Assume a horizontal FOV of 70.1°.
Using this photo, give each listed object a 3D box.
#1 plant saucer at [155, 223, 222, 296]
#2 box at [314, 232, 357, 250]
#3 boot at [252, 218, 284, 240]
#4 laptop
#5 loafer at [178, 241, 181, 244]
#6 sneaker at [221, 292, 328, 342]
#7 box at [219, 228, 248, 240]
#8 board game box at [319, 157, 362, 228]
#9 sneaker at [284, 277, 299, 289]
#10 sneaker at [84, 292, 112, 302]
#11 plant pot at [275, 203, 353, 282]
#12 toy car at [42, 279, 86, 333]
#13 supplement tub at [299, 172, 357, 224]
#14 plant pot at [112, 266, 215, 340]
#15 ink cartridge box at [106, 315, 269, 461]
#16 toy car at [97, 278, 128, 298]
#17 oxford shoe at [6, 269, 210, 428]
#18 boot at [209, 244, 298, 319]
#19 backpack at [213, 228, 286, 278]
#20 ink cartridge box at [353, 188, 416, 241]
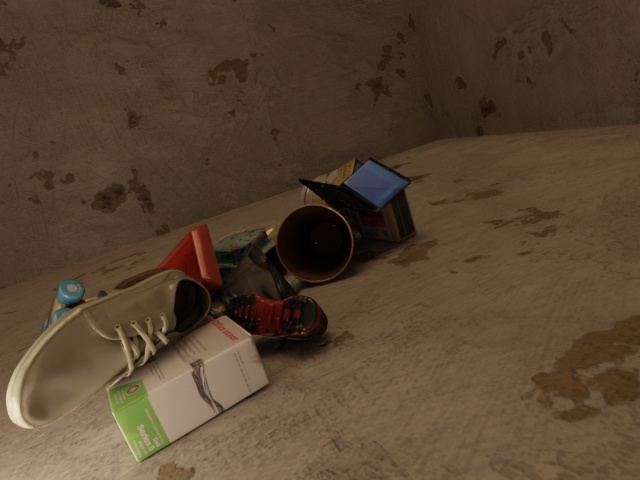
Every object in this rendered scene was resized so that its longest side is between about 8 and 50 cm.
[{"bbox_3d":[-0.413,0.109,1.360,0.259,0.048,0.258,-44,46,20],"label":"plant saucer"},{"bbox_3d":[0.022,0.001,1.754,0.159,0.044,0.233,-21,15,-14],"label":"box"},{"bbox_3d":[-0.199,-0.044,2.087,0.204,0.095,0.262,-11,20,26],"label":"boot"},{"bbox_3d":[0.108,-0.193,1.476,0.264,0.136,0.234,6,23,-35],"label":"laptop"},{"bbox_3d":[-0.404,0.086,1.466,0.087,0.094,0.251,23,11,-42],"label":"loafer"},{"bbox_3d":[-0.102,0.183,1.064,0.276,0.097,0.135,-3,-24,31],"label":"sneaker"},{"bbox_3d":[-0.391,0.006,2.116,0.102,0.087,0.101,-9,17,30],"label":"box"},{"bbox_3d":[0.067,-0.166,1.661,0.165,0.042,0.243,-23,45,47],"label":"board game box"},{"bbox_3d":[-0.149,0.147,1.396,0.191,0.071,0.083,-4,9,27],"label":"sneaker"},{"bbox_3d":[-0.750,0.245,1.620,0.300,0.111,0.121,-29,23,-33],"label":"sneaker"},{"bbox_3d":[0.000,0.000,1.485,0.237,0.237,0.254,-15,2,10],"label":"plant pot"},{"bbox_3d":[-0.707,0.269,1.401,0.238,0.219,0.210,17,36,-32],"label":"toy car"},{"bbox_3d":[0.092,-0.178,1.953,0.325,0.235,0.235,-2,21,44],"label":"supplement tub"},{"bbox_3d":[-0.407,0.197,1.158,0.263,0.229,0.263,-15,14,4],"label":"plant pot"},{"bbox_3d":[-0.270,0.279,0.920,0.273,0.114,0.198,-25,16,-25],"label":"ink cartridge box"},{"bbox_3d":[-0.577,0.215,1.360,0.149,0.188,0.155,-4,20,42],"label":"toy car"},{"bbox_3d":[-0.370,0.182,0.881,0.130,0.169,0.449,9,24,22],"label":"oxford shoe"},{"bbox_3d":[-0.197,0.160,1.255,0.223,0.118,0.338,-39,26,-7],"label":"boot"},{"bbox_3d":[-0.276,0.076,1.567,0.254,0.191,0.225,-16,15,26],"label":"backpack"},{"bbox_3d":[0.213,-0.103,1.623,0.088,0.193,0.235,-26,16,-26],"label":"ink cartridge box"}]
